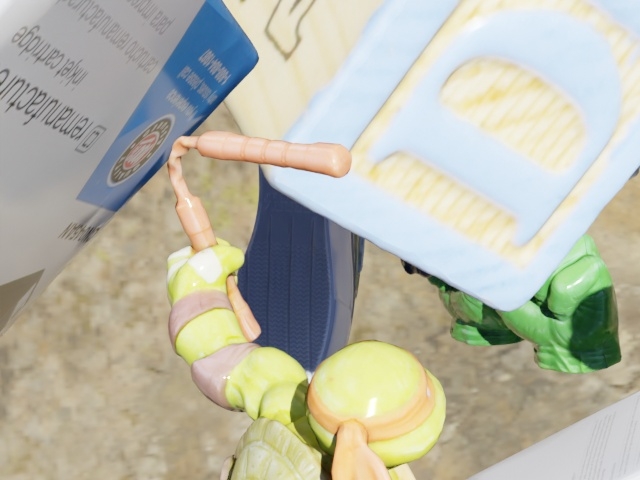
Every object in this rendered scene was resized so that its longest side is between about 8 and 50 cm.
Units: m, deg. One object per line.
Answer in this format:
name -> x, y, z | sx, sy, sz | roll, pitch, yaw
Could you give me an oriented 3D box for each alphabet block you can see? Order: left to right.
alphabet block -> 0.065, -0.111, 0.856 | 0.193, 0.192, 0.197 | -51, 35, 14

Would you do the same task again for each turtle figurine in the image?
turtle figurine -> 0.010, 0.109, 0.482 | 0.269, 0.087, 0.217 | 42, 140, 31

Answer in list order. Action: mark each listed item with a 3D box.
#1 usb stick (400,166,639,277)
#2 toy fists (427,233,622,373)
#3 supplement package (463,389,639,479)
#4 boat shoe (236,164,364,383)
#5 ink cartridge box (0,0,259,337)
usb stick -> 0.194, -0.047, 1.487 | 0.045, 0.278, 0.077 | 23, 134, 62
toy fists -> 0.202, 0.046, 1.600 | 0.279, 0.096, 0.142 | 14, 117, 62
supplement package -> 0.288, 0.306, 1.604 | 0.293, 0.177, 0.175 | -33, 103, 32
boat shoe -> 0.000, 0.000, 1.249 | 0.109, 0.094, 0.302 | 12, 98, 35
ink cartridge box -> -0.225, 0.004, 0.535 | 0.166, 0.285, 0.395 | 43, 91, 6
